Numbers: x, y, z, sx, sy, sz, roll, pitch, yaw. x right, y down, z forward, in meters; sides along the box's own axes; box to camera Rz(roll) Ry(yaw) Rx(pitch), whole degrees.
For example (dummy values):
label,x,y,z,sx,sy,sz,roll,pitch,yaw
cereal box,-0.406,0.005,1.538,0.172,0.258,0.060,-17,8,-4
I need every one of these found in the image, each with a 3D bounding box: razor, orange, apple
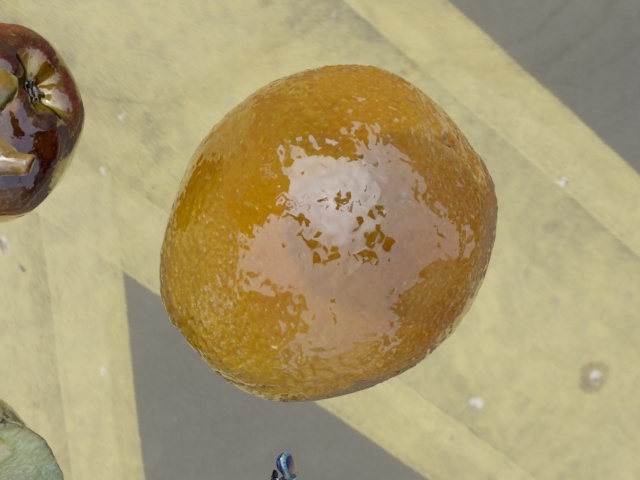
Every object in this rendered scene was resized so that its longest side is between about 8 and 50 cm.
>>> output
label,x,y,z,sx,sy,sz,roll,pitch,yaw
razor,-0.039,0.259,1.397,0.028,0.154,0.044,12,66,-1
orange,0.000,0.000,1.302,0.357,0.322,0.322,-40,117,21
apple,-0.354,-0.128,1.347,0.229,0.230,0.230,-6,107,-19

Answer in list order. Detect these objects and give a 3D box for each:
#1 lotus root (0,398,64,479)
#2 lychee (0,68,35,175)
label,x,y,z,sx,sy,sz,roll,pitch,yaw
lotus root,-0.471,0.282,1.535,0.267,0.149,0.260,-31,138,-24
lychee,-0.360,-0.089,0.963,0.300,0.255,0.255,-6,112,20
